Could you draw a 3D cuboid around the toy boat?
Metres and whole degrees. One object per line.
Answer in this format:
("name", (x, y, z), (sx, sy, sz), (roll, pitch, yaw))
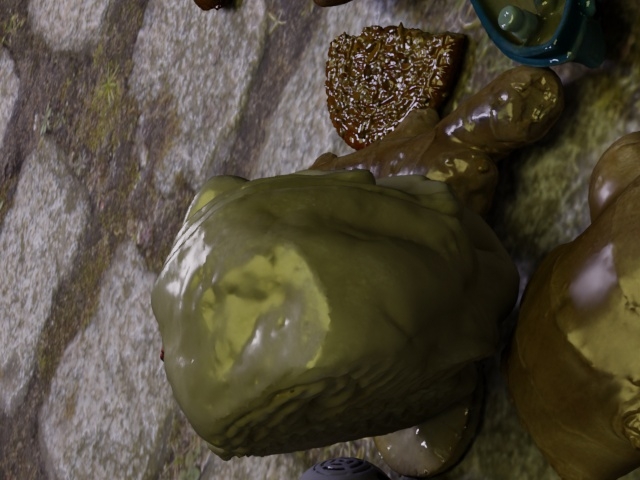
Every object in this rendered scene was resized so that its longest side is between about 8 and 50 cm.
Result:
("toy boat", (0.156, -0.218, 1.075), (0.109, 0.098, 0.238), (-48, 42, 24))

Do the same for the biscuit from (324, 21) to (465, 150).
("biscuit", (0.058, -0.144, 1.271), (0.206, 0.025, 0.126), (9, 88, 56))

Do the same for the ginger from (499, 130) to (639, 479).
("ginger", (0.267, 0.004, 0.876), (0.375, 0.166, 0.236), (-36, 12, 21))

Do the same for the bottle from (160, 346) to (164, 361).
("bottle", (-0.128, 0.057, 1.456), (0.060, 0.060, 0.164), (20, 96, 56))

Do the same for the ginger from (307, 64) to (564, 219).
("ginger", (0.076, -0.057, 1.162), (0.333, 0.081, 0.148), (-8, 75, 50))

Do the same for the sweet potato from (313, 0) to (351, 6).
("sweet potato", (0.104, -0.362, 1.210), (0.385, 0.109, 0.109), (-51, 42, 24))

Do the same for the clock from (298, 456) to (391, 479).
("clock", (0.040, 0.262, 1.063), (0.254, 0.188, 0.189), (-154, 78, -68))

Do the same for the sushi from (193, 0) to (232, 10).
("sushi", (-0.129, -0.323, 1.580), (0.060, 0.061, 0.118), (-27, 78, 39))

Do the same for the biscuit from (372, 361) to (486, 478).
("biscuit", (0.087, 0.132, 1.147), (0.152, 0.020, 0.152), (-24, 61, 51))

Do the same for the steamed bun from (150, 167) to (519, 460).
("steamed bun", (0.008, 0.042, 1.016), (0.276, 0.289, 0.203), (-30, 70, 37))
